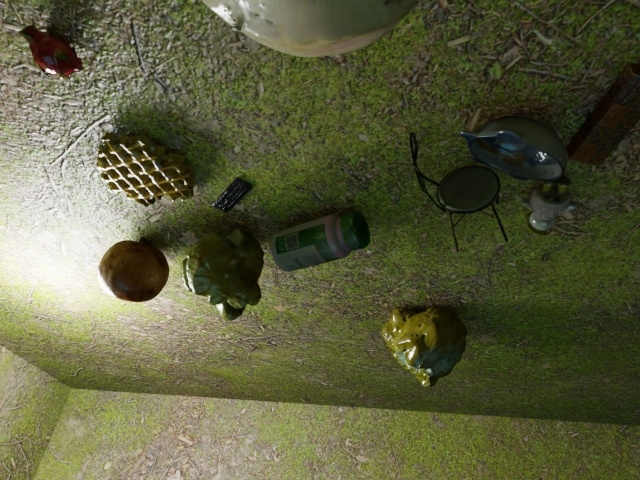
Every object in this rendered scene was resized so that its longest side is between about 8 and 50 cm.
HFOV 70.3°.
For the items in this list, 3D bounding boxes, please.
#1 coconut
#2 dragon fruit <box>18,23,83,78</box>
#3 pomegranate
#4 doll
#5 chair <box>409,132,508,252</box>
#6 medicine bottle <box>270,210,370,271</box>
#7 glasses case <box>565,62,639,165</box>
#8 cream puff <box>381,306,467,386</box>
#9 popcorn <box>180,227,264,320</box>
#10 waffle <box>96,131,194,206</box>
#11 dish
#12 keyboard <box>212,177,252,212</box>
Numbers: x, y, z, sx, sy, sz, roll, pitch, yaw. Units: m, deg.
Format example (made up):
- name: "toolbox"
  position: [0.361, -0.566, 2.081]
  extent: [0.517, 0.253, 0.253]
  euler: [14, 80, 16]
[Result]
- name: "coconut"
  position: [-0.010, -0.407, 0.600]
  extent: [0.353, 0.352, 0.352]
  euler: [5, 144, 3]
- name: "dragon fruit"
  position: [-0.547, -0.384, 0.921]
  extent: [0.086, 0.081, 0.116]
  euler: [0, 145, 27]
- name: "pomegranate"
  position: [-0.600, 0.094, 1.480]
  extent: [0.215, 0.215, 0.215]
  euler: [5, 144, 3]
- name: "doll"
  position: [0.569, -0.081, 1.142]
  extent: [0.129, 0.081, 0.207]
  euler: [6, 147, 14]
- name: "chair"
  position: [0.335, -0.117, 1.072]
  extent: [0.170, 0.159, 0.325]
  euler: [-13, 141, 22]
- name: "medicine bottle"
  position: [0.000, 0.000, 1.306]
  extent: [0.274, 0.133, 0.133]
  euler: [-17, 137, 29]
- name: "glasses case"
  position: [0.602, -0.249, 0.932]
  extent: [0.075, 0.049, 0.218]
  euler: [8, 144, -2]
- name: "cream puff"
  position: [0.384, 0.350, 1.665]
  extent: [0.274, 0.270, 0.323]
  euler: [-33, 140, -5]
- name: "popcorn"
  position: [-0.278, 0.092, 1.369]
  extent: [0.277, 0.276, 0.225]
  euler: [20, 162, -17]
- name: "waffle"
  position: [-0.465, -0.174, 1.217]
  extent: [0.291, 0.051, 0.291]
  euler: [7, 143, 5]
- name: "dish"
  position: [0.413, -0.213, 0.961]
  extent: [0.228, 0.086, 0.236]
  euler: [24, 178, 8]
- name: "keyboard"
  position: [-0.250, -0.125, 1.280]
  extent: [0.053, 0.010, 0.155]
  euler: [26, 140, -26]
